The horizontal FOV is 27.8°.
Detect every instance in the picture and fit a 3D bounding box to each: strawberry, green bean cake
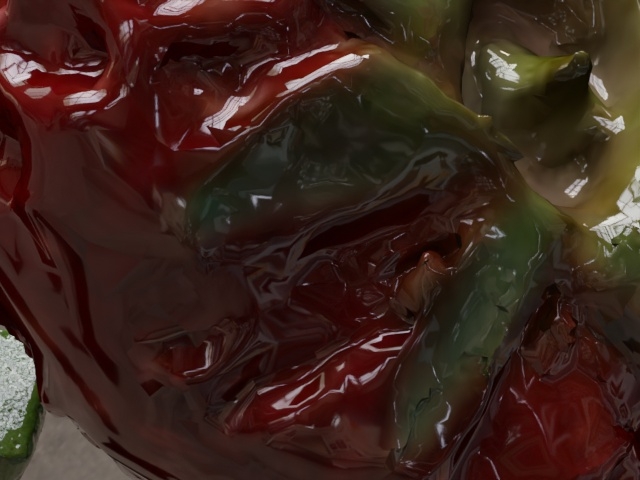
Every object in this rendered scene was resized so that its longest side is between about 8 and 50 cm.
[{"bbox_3d":[0.000,0.000,0.490,0.317,0.345,0.295,6,62,-26],"label":"strawberry"},{"bbox_3d":[-0.529,0.252,1.974,0.222,0.125,0.248,12,50,-11],"label":"green bean cake"}]
